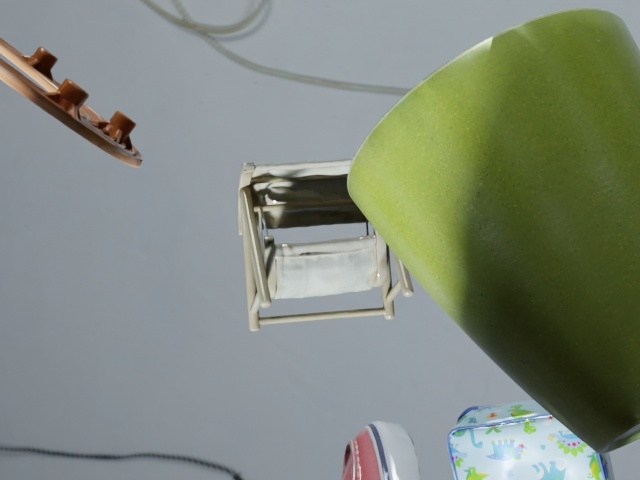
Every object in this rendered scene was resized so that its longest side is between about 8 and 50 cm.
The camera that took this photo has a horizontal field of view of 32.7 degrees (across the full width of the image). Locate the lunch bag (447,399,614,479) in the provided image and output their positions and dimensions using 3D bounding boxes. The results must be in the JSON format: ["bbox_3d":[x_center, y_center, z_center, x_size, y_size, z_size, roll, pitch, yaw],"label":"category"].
[{"bbox_3d":[0.297,0.317,1.542,0.219,0.090,0.176,-13,98,22],"label":"lunch bag"}]

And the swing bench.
[{"bbox_3d":[0.000,0.000,1.804,0.253,0.165,0.255,-4,71,-12],"label":"swing bench"}]

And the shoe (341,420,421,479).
[{"bbox_3d":[-0.002,0.152,0.445,0.081,0.178,0.063,6,142,-5],"label":"shoe"}]

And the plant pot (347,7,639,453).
[{"bbox_3d":[0.211,0.012,0.894,0.275,0.275,0.293,-38,67,22],"label":"plant pot"}]

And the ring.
[{"bbox_3d":[-0.274,-0.173,0.887,0.336,0.336,0.032,38,92,8],"label":"ring"}]
